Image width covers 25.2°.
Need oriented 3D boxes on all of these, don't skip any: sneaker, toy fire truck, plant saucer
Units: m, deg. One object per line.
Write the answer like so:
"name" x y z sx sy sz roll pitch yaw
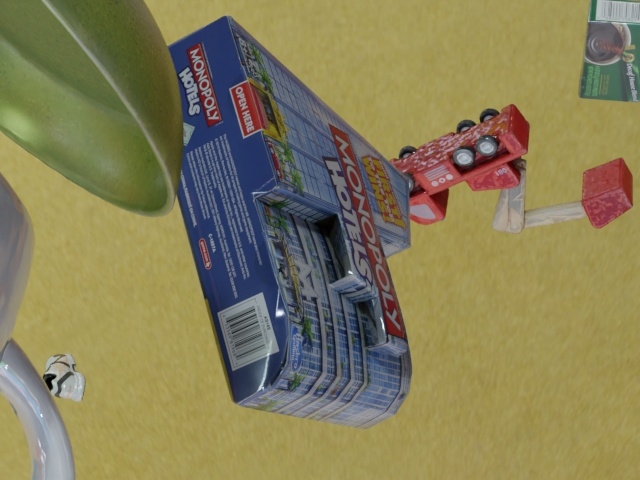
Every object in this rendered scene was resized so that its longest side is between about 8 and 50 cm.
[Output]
"sneaker" -0.314 0.160 1.707 0.044 0.109 0.040 9 98 -26
"toy fire truck" 0.165 -0.049 1.276 0.192 0.135 0.047 -24 32 29
"plant saucer" -0.132 -0.103 0.499 0.241 0.241 0.037 36 75 17

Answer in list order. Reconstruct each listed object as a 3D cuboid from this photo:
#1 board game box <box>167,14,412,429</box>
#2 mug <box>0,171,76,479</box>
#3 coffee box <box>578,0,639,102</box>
"board game box" 0.000 0.000 0.784 0.060 0.194 0.194 -25 69 22
"mug" -0.294 0.092 0.772 0.328 0.276 0.374 -49 117 -18
"coffee box" 0.360 -0.188 1.455 0.184 0.113 0.040 6 51 8
